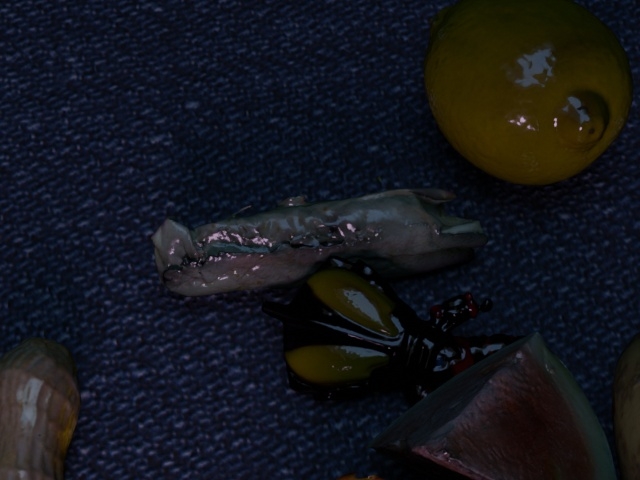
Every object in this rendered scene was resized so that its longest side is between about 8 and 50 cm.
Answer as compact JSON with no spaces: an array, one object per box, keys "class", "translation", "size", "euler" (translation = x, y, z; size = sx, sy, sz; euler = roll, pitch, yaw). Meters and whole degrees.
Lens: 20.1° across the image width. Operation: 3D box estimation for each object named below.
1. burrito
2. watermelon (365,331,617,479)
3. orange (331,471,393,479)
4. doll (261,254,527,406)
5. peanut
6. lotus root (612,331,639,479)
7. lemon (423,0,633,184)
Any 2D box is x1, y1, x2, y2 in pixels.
[{"class":"burrito","translation":[0.000,0.004,1.659],"size":[0.309,0.096,0.066],"euler":[-6,46,-6]},{"class":"watermelon","translation":[0.142,0.193,1.485],"size":[0.202,0.136,0.207],"euler":[-16,54,-43]},{"class":"orange","translation":[0.086,0.312,1.365],"size":[0.274,0.310,0.274],"euler":[-21,60,40]},{"class":"doll","translation":[0.063,0.091,1.607],"size":[0.248,0.088,0.127],"euler":[21,59,9]},{"class":"peanut","translation":[-0.254,0.175,1.550],"size":[0.087,0.087,0.207],"euler":[3,57,2]},{"class":"lotus root","translation":[0.332,0.200,1.502],"size":[0.173,0.173,0.309],"euler":[-4,59,-3]},{"class":"lemon","translation":[0.192,-0.151,1.715],"size":[0.184,0.184,0.248],"euler":[-28,43,-17]}]
